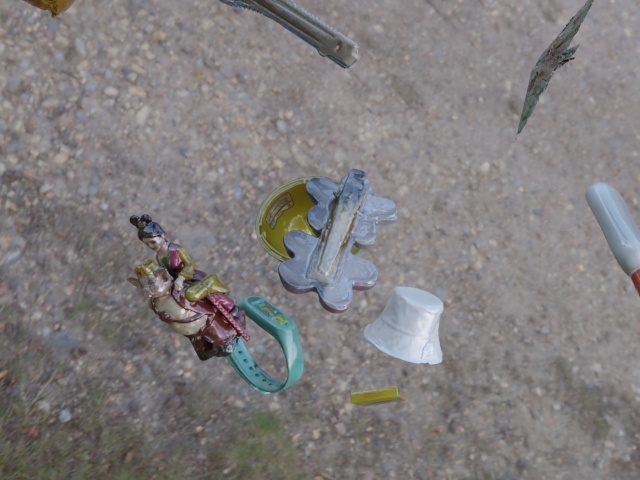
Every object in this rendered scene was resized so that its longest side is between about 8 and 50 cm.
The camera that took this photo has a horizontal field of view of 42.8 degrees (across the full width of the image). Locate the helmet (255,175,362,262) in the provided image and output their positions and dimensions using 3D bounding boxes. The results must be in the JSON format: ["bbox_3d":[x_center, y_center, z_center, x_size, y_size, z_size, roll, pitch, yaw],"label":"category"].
[{"bbox_3d":[0.000,0.000,1.597,0.205,0.140,0.257,-44,55,-16],"label":"helmet"}]

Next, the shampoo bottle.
[{"bbox_3d":[0.484,0.008,1.280,0.108,0.051,0.221,35,31,-40],"label":"shampoo bottle"}]

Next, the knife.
[{"bbox_3d":[-0.072,-0.496,1.822,0.365,0.089,0.043,28,32,-15],"label":"knife"}]

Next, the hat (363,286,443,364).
[{"bbox_3d":[0.197,0.176,1.797,0.203,0.203,0.126,8,105,-29],"label":"hat"}]

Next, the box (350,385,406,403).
[{"bbox_3d":[0.109,0.289,1.509,0.086,0.155,0.023,-13,74,8],"label":"box"}]

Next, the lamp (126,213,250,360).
[{"bbox_3d":[-0.216,0.076,1.257,0.253,0.118,0.118,54,49,-31],"label":"lamp"}]

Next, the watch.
[{"bbox_3d":[-0.136,0.229,1.824,0.237,0.195,0.068,34,33,27],"label":"watch"}]

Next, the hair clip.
[{"bbox_3d":[0.028,-0.009,1.150,0.146,0.075,0.257,21,56,-1],"label":"hair clip"}]

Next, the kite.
[{"bbox_3d":[0.420,-0.327,1.476,0.013,0.268,0.323,28,98,-4],"label":"kite"}]

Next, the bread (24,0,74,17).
[{"bbox_3d":[-0.518,-0.602,1.578,0.172,0.312,0.312,15,62,-17],"label":"bread"}]
